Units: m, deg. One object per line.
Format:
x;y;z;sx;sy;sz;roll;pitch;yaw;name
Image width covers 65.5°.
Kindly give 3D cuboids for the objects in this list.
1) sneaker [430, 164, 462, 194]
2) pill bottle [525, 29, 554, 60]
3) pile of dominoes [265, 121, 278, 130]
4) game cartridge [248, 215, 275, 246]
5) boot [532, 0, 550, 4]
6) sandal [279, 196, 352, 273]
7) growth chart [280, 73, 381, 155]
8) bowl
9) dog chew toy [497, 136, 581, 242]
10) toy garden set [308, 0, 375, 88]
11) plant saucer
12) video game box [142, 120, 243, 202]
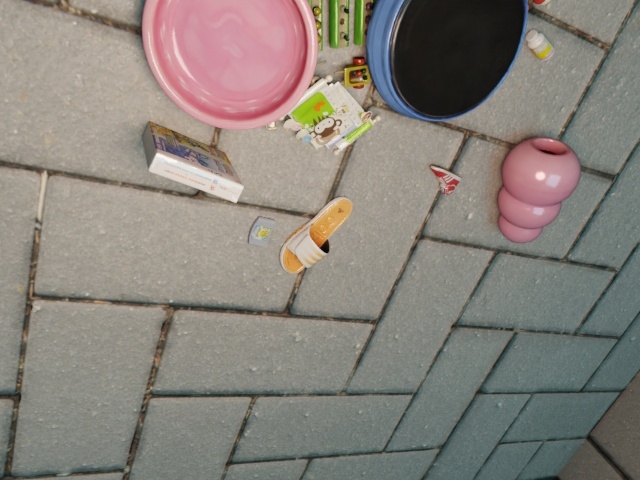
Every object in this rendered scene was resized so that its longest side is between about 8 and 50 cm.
0.344;-0.169;1.406;0.118;0.042;0.067;17;109;-33;sneaker
0.564;-0.505;1.283;0.083;0.043;0.043;27;107;-33;pill bottle
-0.189;-0.359;1.080;0.251;0.040;0.196;10;117;-18;pile of dominoes
-0.157;-0.023;1.307;0.056;0.017;0.083;14;114;-25;game cartridge
0.456;-0.655;1.120;0.176;0.088;0.244;-16;117;-13;boot
-0.007;-0.006;1.342;0.102;0.076;0.265;34;104;-35;sandal
0.021;-0.285;1.170;0.172;0.021;0.237;-41;144;19;growth chart
0.293;-0.454;1.119;0.391;0.077;0.391;-13;127;-17;bowl
0.616;-0.129;1.456;0.206;0.206;0.332;-11;131;-16;dog chew toy
0.021;-0.418;1.076;0.244;0.049;0.204;-19;127;-26;toy garden set
-0.169;-0.386;0.967;0.332;0.084;0.332;1;123;1;plant saucer
-0.272;-0.167;1.048;0.187;0.205;0.048;22;109;-33;video game box
